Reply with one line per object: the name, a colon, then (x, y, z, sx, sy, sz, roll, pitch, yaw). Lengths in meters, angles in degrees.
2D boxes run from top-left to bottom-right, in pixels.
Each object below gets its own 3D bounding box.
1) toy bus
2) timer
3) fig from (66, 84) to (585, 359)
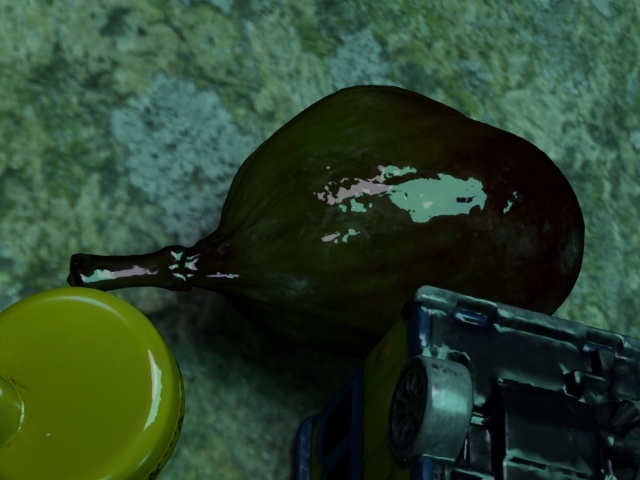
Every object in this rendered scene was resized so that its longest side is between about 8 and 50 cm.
toy bus: (0.073, 0.186, 0.854, 0.138, 0.175, 0.287, 15, 54, -18)
timer: (-0.118, 0.072, 0.840, 0.107, 0.109, 0.107, -3, 69, 9)
fig: (0.000, -0.002, 0.945, 0.274, 0.145, 0.170, -8, 25, -32)
